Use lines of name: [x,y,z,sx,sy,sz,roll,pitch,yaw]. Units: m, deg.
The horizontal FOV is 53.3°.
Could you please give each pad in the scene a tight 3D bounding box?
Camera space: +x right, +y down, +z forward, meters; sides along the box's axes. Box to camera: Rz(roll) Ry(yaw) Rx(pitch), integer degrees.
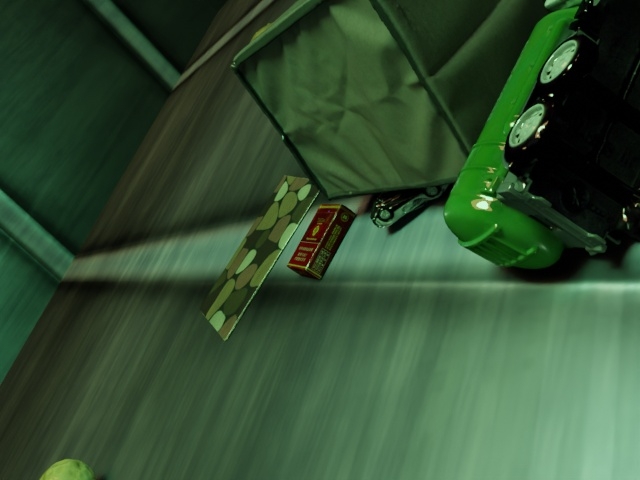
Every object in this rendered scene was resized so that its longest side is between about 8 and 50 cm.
pad: [-0.085,0.013,0.861,0.235,0.003,0.158,-58,24,-5]

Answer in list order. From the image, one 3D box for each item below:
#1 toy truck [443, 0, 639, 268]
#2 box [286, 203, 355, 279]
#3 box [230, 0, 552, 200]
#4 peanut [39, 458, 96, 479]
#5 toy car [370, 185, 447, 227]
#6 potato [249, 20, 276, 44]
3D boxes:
toy truck: [0.170,-0.095,0.404,0.243,0.101,0.125,-62,12,-7]
box: [0.000,0.000,0.692,0.082,0.023,0.051,-61,25,-12]
box: [0.059,-0.154,0.555,0.153,0.188,0.252,-47,22,-21]
peanut: [-0.320,0.358,0.771,0.099,0.099,0.214,-44,20,25]
toy car: [0.085,-0.043,0.583,0.093,0.025,0.041,-28,31,33]
potato: [-0.075,-0.342,1.171,0.118,0.109,0.178,-45,22,-10]
